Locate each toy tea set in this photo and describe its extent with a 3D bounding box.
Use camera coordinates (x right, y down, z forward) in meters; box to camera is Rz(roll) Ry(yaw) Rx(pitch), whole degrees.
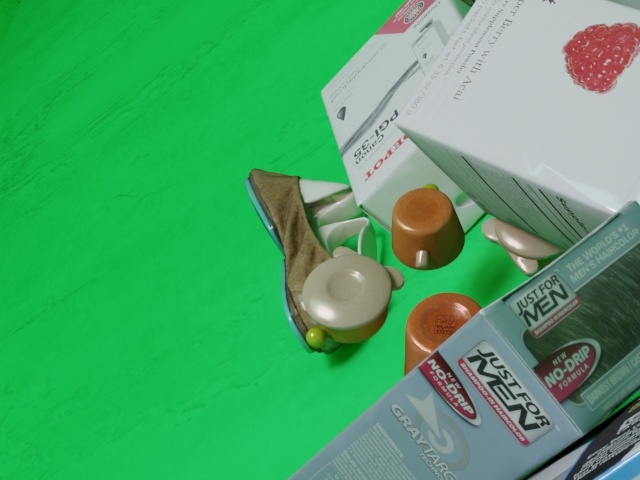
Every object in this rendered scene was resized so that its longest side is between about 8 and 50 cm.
[{"bbox_3d":[0.145,0.028,1.580,0.200,0.124,0.336,31,63,31],"label":"toy tea set"}]

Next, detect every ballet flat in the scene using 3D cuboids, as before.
[{"bbox_3d":[0.000,0.000,1.868,0.124,0.116,0.342,-29,31,5],"label":"ballet flat"}]

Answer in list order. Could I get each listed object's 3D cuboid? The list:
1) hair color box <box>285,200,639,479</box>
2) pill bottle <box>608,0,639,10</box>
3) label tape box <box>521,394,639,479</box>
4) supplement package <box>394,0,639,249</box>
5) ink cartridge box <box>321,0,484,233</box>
[{"bbox_3d":[0.127,0.133,1.276,0.185,0.114,0.374,-33,-10,-36],"label":"hair color box"},{"bbox_3d":[0.384,-0.394,1.570,0.210,0.210,0.363,-17,44,51],"label":"pill bottle"},{"bbox_3d":[0.195,0.191,1.107,0.249,0.115,0.347,-40,-4,23],"label":"label tape box"},{"bbox_3d":[0.246,-0.088,1.386,0.293,0.175,0.177,27,81,46],"label":"supplement package"},{"bbox_3d":[0.125,-0.143,1.801,0.207,0.117,0.283,-45,27,17],"label":"ink cartridge box"}]
